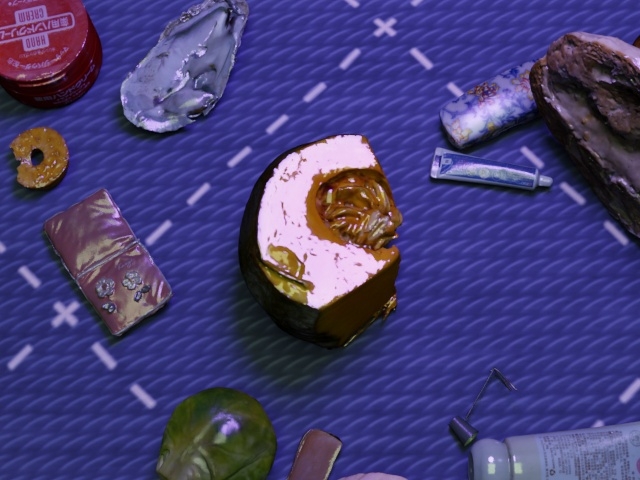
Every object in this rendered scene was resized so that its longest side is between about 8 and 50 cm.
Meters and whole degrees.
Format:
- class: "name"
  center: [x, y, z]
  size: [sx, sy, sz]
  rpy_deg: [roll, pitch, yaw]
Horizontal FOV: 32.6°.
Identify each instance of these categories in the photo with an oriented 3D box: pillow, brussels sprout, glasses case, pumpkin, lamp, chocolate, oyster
- class: "pillow"
  center: [-0.340, 0.034, 1.749]
  size: [0.126, 0.043, 0.232]
  rpy_deg: [-35, 75, -7]
- class: "brussels sprout"
  center: [-0.158, 0.305, 1.621]
  size: [0.181, 0.144, 0.161]
  rpy_deg: [-29, 110, -18]
- class: "glasses case"
  center: [0.313, -0.231, 1.787]
  size: [0.248, 0.065, 0.086]
  rpy_deg: [-24, 77, -4]
- class: "pumpkin"
  center: [0.000, 0.000, 1.664]
  size: [0.257, 0.225, 0.303]
  rpy_deg: [-10, 69, -5]
- class: "lamp"
  center: [0.243, 0.254, 1.674]
  size: [0.121, 0.041, 0.054]
  rpy_deg: [-44, 69, -6]
- class: "chocolate"
  center: [-0.012, 0.337, 1.660]
  size: [0.065, 0.031, 0.100]
  rpy_deg: [23, 80, -10]
- class: "oyster"
  center: [-0.224, -0.300, 1.814]
  size: [0.200, 0.087, 0.252]
  rpy_deg: [5, 82, -6]

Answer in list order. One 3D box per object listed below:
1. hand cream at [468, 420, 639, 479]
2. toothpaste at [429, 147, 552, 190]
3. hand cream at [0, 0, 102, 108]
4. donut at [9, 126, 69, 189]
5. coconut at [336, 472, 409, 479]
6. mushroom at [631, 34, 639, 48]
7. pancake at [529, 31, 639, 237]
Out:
- class: "hand cream"
  center: [0.374, 0.336, 1.617]
  size: [0.306, 0.093, 0.147]
  rpy_deg: [-1, 76, 0]
- class: "toothpaste"
  center: [0.277, -0.111, 1.772]
  size: [0.197, 0.035, 0.057]
  rpy_deg: [10, 70, 8]
- class: "hand cream"
  center: [-0.463, -0.324, 1.810]
  size: [0.193, 0.125, 0.193]
  rpy_deg: [-1, 75, 3]
- class: "donut"
  center: [-0.457, -0.132, 1.799]
  size: [0.097, 0.043, 0.108]
  rpy_deg: [-10, 73, 0]
- class: "coconut"
  center: [0.074, 0.468, 1.502]
  size: [0.329, 0.329, 0.328]
  rpy_deg: [-1, 75, 2]
- class: "mushroom"
  center: [0.577, -0.218, 1.698]
  size: [0.283, 0.195, 0.263]
  rpy_deg: [58, 39, -6]
- class: "pancake"
  center: [0.457, -0.143, 1.601]
  size: [0.082, 0.387, 0.387]
  rpy_deg: [-36, 76, -15]
